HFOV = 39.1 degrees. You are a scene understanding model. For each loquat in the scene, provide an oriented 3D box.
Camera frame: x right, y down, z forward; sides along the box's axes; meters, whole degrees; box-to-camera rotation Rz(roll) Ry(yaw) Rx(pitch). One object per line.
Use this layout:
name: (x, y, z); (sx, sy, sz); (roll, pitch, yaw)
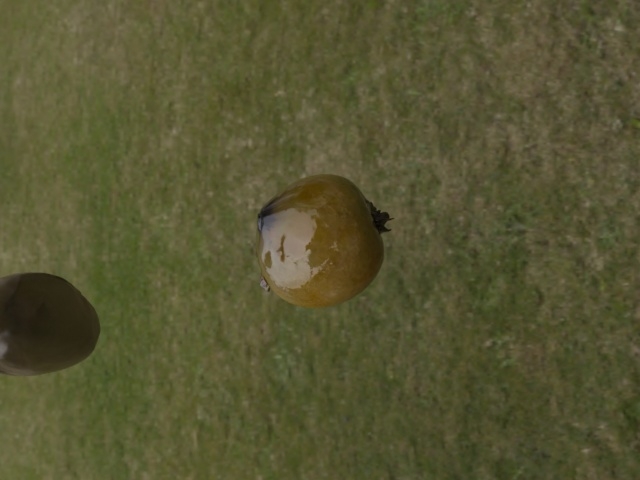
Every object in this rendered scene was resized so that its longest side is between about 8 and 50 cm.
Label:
loquat: (0.000, 0.000, 0.977); (0.163, 0.163, 0.137); (-13, 108, 58)

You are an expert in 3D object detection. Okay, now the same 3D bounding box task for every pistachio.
pistachio: (-0.324, 0.097, 1.020); (0.108, 0.185, 0.126); (27, 84, 28)
